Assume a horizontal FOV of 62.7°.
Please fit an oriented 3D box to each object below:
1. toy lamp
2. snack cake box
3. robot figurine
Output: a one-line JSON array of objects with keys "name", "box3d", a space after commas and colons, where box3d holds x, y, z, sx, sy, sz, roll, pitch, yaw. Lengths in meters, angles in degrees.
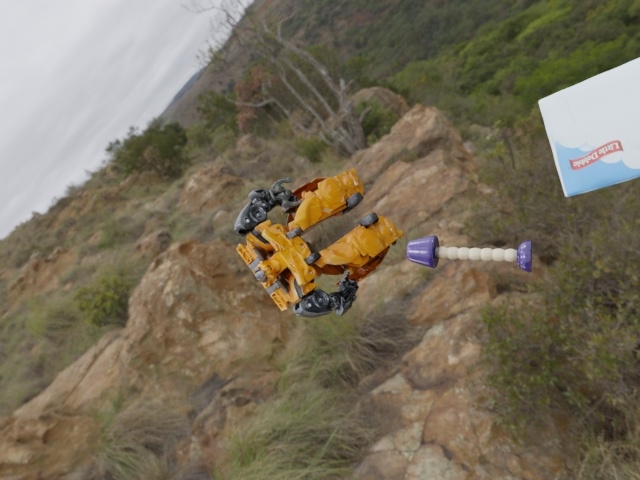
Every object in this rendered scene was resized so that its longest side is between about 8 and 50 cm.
[{"name": "toy lamp", "box3d": [0.335, 0.028, 1.199, 0.274, 0.080, 0.080, 2, 43, 23]}, {"name": "snack cake box", "box3d": [0.326, -0.117, 0.479, 0.152, 0.089, 0.264, -16, 0, 43]}, {"name": "robot figurine", "box3d": [0.000, 0.000, 0.780, 0.291, 0.211, 0.085, -31, -8, -46]}]
